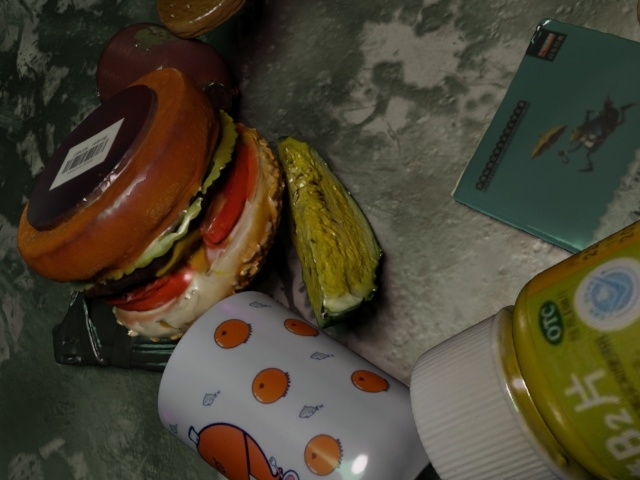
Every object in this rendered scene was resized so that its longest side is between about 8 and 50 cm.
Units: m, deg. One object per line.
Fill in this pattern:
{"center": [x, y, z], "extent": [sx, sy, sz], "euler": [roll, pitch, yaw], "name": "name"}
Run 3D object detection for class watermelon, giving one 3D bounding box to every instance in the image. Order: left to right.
{"center": [0.000, 0.000, 1.040], "extent": [0.123, 0.129, 0.301], "euler": [-30, 48, 17], "name": "watermelon"}

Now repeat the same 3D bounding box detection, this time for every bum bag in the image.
{"center": [-0.299, 0.126, 1.219], "extent": [0.326, 0.079, 0.142], "euler": [-2, 78, 29], "name": "bum bag"}

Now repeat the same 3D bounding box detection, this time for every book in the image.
{"center": [0.363, -0.092, 0.907], "extent": [0.379, 0.031, 0.264], "euler": [28, 91, 34], "name": "book"}

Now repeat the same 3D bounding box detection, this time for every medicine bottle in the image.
{"center": [0.289, 0.114, 0.761], "extent": [0.384, 0.224, 0.224], "euler": [-33, 61, 31], "name": "medicine bottle"}

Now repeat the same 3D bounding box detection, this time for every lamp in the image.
{"center": [-0.242, -0.245, 1.245], "extent": [0.258, 0.180, 0.180], "euler": [28, 91, 36], "name": "lamp"}

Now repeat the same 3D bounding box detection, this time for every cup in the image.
{"center": [-0.008, 0.220, 0.936], "extent": [0.317, 0.212, 0.212], "euler": [27, 91, 33], "name": "cup"}

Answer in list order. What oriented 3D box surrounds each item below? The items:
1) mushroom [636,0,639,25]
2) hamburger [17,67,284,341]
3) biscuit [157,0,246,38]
{"center": [0.492, -0.292, 0.816], "extent": [0.328, 0.159, 0.122], "euler": [-8, 74, 34], "name": "mushroom"}
{"center": [-0.211, -0.044, 1.061], "extent": [0.330, 0.250, 0.330], "euler": [-28, 38, 25], "name": "hamburger"}
{"center": [-0.110, -0.471, 1.236], "extent": [0.283, 0.064, 0.432], "euler": [11, 65, 34], "name": "biscuit"}
